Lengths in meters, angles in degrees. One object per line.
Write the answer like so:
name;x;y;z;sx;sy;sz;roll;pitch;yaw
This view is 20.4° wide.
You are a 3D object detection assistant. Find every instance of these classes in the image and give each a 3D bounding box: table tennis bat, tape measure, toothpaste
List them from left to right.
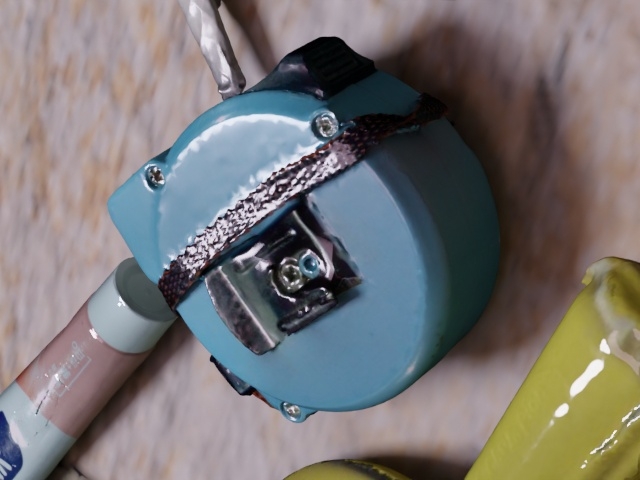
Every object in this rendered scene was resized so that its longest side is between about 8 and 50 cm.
toothpaste;-0.126;0.078;0.808;0.056;0.036;0.205;56;131;14
tape measure;0.000;0.000;0.664;0.146;0.081;0.125;-36;89;38
table tennis bat;0.038;0.153;0.664;0.224;0.054;0.368;57;131;39

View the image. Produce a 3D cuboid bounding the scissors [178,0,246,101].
scissors;-0.070;-0.155;0.716;0.110;0.021;0.212;-25;85;35
